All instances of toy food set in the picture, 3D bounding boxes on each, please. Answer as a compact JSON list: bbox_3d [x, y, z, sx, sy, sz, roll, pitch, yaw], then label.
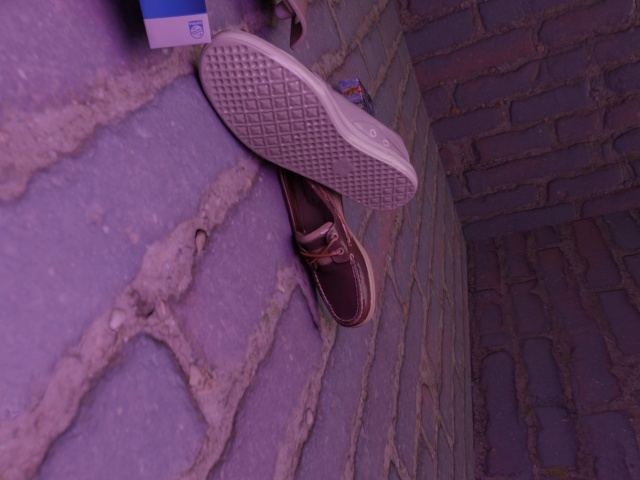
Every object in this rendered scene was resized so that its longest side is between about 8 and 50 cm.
[{"bbox_3d":[-0.122,-0.541,0.950,0.306,0.092,0.220,48,32,-43],"label":"toy food set"}]

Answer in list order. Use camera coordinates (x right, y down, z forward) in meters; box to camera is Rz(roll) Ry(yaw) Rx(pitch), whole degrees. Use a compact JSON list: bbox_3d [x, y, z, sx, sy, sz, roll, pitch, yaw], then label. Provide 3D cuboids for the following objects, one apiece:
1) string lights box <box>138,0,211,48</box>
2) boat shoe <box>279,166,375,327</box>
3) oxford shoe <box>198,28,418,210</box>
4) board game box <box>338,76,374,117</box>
[{"bbox_3d":[-0.184,-0.367,0.563,0.133,0.076,0.260,-113,-163,-50],"label":"string lights box"},{"bbox_3d":[0.000,0.000,0.930,0.123,0.123,0.342,-2,75,-60],"label":"boat shoe"},{"bbox_3d":[-0.007,-0.199,0.861,0.449,0.169,0.130,28,45,-33],"label":"oxford shoe"},{"bbox_3d":[0.109,-0.363,1.439,0.194,0.060,0.194,41,40,-63],"label":"board game box"}]
